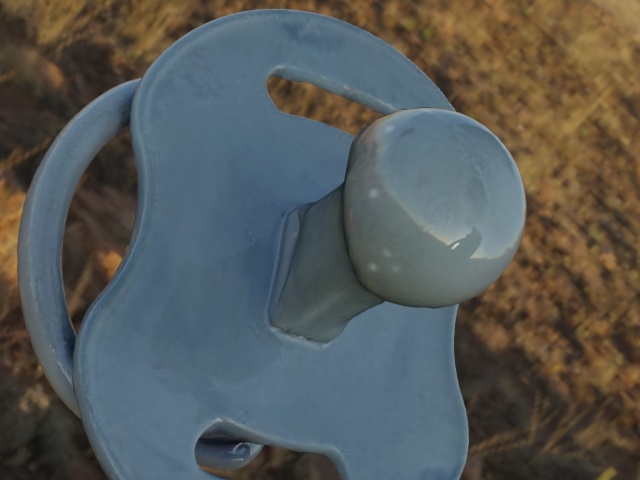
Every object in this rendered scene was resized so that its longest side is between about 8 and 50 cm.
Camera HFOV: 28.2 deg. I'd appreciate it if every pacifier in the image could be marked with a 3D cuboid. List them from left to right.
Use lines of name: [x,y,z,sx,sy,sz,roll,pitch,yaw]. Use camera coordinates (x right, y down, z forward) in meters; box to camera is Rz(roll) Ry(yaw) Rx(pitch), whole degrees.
pacifier: [0.000,0.000,0.575,0.238,0.226,0.287,23,62,-22]
